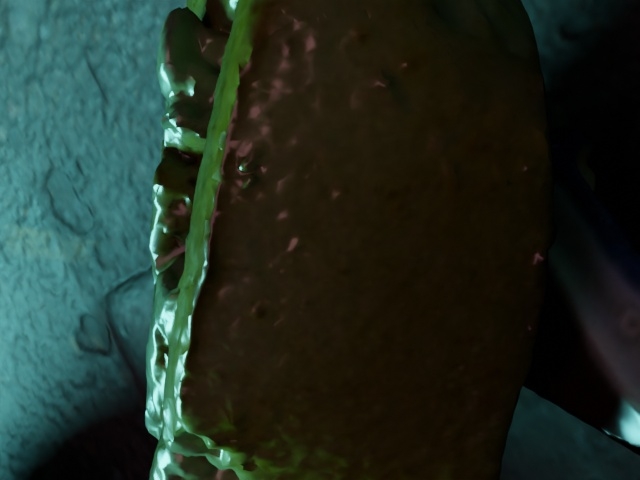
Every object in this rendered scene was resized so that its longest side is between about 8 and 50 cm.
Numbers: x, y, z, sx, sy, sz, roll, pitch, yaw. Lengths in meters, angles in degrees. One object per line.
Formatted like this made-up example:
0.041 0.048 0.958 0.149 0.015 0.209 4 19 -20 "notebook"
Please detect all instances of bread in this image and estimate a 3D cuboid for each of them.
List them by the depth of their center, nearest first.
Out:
0.000 0.000 0.492 0.186 0.124 0.257 -100 11 -50 "bread"

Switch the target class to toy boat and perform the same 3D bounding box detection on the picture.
0.171 0.042 0.453 0.262 0.114 0.115 29 87 24 "toy boat"
